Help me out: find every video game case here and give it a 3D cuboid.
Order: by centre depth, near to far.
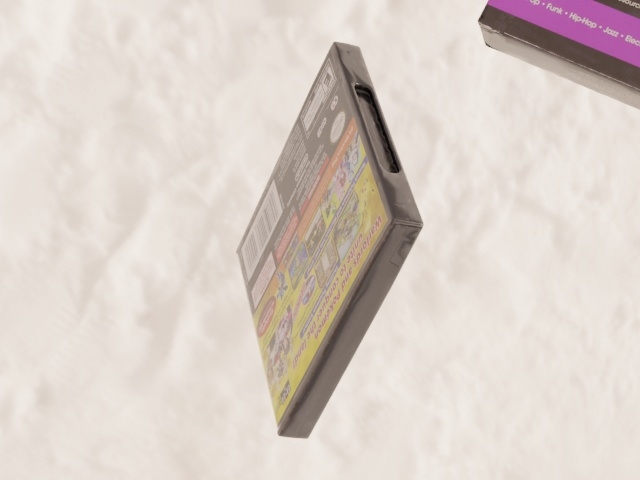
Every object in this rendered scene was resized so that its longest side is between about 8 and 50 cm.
[{"bbox_3d":[0.000,0.000,1.410,0.035,0.275,0.248,9,40,-23],"label":"video game case"}]

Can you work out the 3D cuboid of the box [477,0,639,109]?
[{"bbox_3d":[0.150,-0.129,0.604,0.116,0.029,0.162,26,84,17],"label":"box"}]
